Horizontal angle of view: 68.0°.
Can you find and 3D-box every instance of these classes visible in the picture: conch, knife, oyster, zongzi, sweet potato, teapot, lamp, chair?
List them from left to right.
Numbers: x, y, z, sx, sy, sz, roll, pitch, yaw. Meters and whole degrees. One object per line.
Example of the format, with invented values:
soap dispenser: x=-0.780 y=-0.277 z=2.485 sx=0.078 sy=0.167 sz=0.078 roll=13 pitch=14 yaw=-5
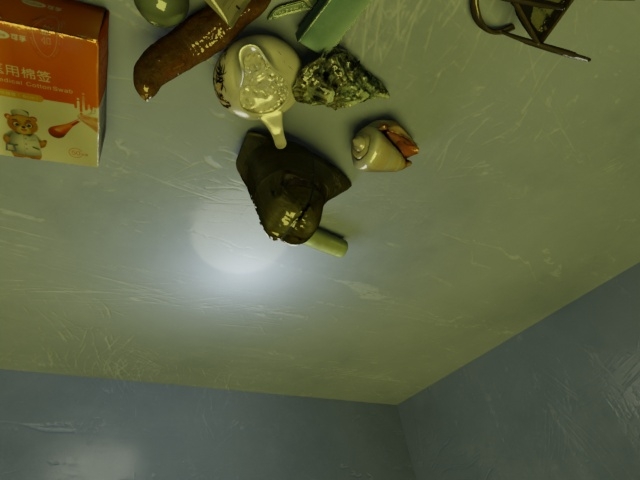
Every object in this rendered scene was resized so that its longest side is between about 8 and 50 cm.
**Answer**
lamp: x=-0.315 y=-0.478 z=0.942 sx=0.105 sy=0.105 sz=0.105 roll=-7 pitch=142 yaw=-6
sweet potato: x=-0.258 y=-0.424 z=1.006 sx=0.342 sy=0.114 sz=0.092 roll=-39 pitch=137 yaw=-8
teapot: x=-0.131 y=-0.351 z=1.103 sx=0.209 sy=0.165 sz=0.299 roll=-29 pitch=140 yaw=-5
knife: x=-0.017 y=-0.520 z=1.036 sx=0.211 sy=0.015 sz=0.028 roll=-13 pitch=146 yaw=3
zongzi: x=-0.014 y=-0.112 z=1.280 sx=0.393 sy=0.355 sz=0.174 roll=17 pitch=124 yaw=-34
oyster: x=0.043 y=-0.369 z=1.146 sx=0.199 sy=0.087 sz=0.252 roll=-46 pitch=147 yaw=3
conch: x=0.170 y=-0.263 z=1.346 sx=0.255 sy=0.127 sz=0.158 roll=8 pitch=112 yaw=-55
chair: x=0.477 y=-0.520 z=1.013 sx=0.188 sy=0.272 sz=0.166 roll=30 pitch=97 yaw=-41

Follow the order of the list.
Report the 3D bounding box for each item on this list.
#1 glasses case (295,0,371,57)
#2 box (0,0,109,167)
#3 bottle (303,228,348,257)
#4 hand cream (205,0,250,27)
glasses case: x=0.056 y=-0.524 z=1.008 sx=0.266 sy=0.056 sz=0.105 roll=-44 pitch=151 yaw=28
box: x=-0.584 y=-0.341 z=1.019 sx=0.225 sy=0.143 sz=0.341 roll=6 pitch=138 yaw=-21
bottle: x=0.000 y=0.000 z=1.644 sx=0.202 sy=0.072 sz=0.072 roll=22 pitch=131 yaw=-35
hand cream: x=-0.228 y=-0.513 z=0.930 sx=0.186 sy=0.054 sz=0.087 roll=34 pitch=82 yaw=-24
